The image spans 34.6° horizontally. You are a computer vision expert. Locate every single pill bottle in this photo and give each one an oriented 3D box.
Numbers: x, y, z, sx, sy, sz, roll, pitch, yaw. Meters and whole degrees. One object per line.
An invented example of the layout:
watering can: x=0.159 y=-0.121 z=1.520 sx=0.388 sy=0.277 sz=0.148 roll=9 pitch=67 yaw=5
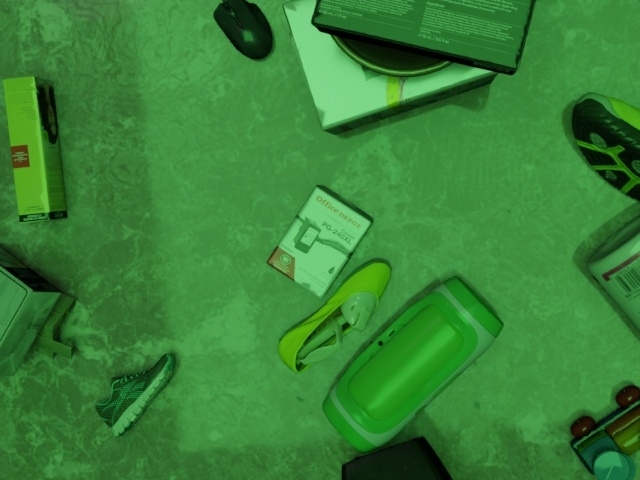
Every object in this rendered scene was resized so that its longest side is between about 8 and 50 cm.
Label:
pill bottle: x=0.551 y=0.097 z=1.547 sx=0.160 sy=0.160 sz=0.283 roll=-39 pitch=90 yaw=7

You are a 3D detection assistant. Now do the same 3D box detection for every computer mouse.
computer mouse: x=-0.161 y=-0.392 z=1.647 sx=0.071 sy=0.041 sz=0.242 roll=-39 pitch=89 yaw=8

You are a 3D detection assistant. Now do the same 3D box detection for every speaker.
speaker: x=0.143 y=0.195 z=1.613 sx=0.296 sy=0.131 sz=0.131 roll=-44 pitch=89 yaw=7

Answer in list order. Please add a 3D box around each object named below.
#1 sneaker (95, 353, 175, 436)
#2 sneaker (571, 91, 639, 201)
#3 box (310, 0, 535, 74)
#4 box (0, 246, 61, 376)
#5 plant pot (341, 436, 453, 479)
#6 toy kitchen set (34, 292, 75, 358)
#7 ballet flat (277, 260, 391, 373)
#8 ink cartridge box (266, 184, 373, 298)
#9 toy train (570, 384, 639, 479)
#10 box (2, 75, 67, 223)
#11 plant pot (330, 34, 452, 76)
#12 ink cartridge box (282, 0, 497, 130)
sneaker: x=-0.309 y=0.244 z=1.694 sx=0.076 sy=0.065 sz=0.166 roll=41 pitch=95 yaw=6
sneaker: x=0.560 y=-0.123 z=1.562 sx=0.385 sy=0.145 sz=0.147 roll=31 pitch=75 yaw=1
box: x=0.139 y=-0.325 z=1.282 sx=0.261 sy=0.103 sz=0.184 roll=14 pitch=98 yaw=5
box: x=-0.584 y=0.075 z=1.662 sx=0.290 sy=0.087 sz=0.169 roll=34 pitch=97 yaw=18
plant pot: x=0.124 y=0.407 z=1.609 sx=0.188 sy=0.187 sz=0.167 roll=-21 pitch=78 yaw=7
toy kitchen set: x=-0.428 y=0.148 z=1.714 sx=0.068 sy=0.075 sz=0.083 roll=22 pitch=135 yaw=7
ballet flat: x=0.031 y=0.130 z=1.639 sx=0.231 sy=0.077 sz=0.077 roll=-40 pitch=129 yaw=9
ink cartridge box: x=0.000 y=0.000 z=1.645 sx=0.109 sy=0.063 sz=0.150 roll=33 pitch=97 yaw=3
toy train: x=0.508 y=0.281 z=1.571 sx=0.248 sy=0.143 sz=0.105 roll=-36 pitch=90 yaw=7
box: x=-0.463 y=-0.146 z=1.671 sx=0.058 sy=0.087 sz=0.232 roll=-5 pitch=94 yaw=6
plant pot: x=0.116 y=-0.335 z=1.390 sx=0.237 sy=0.110 sz=0.237 roll=0 pitch=92 yaw=6
ink cartridge box: x=0.107 y=-0.294 z=1.548 sx=0.270 sy=0.198 sz=0.197 roll=-18 pitch=92 yaw=7
